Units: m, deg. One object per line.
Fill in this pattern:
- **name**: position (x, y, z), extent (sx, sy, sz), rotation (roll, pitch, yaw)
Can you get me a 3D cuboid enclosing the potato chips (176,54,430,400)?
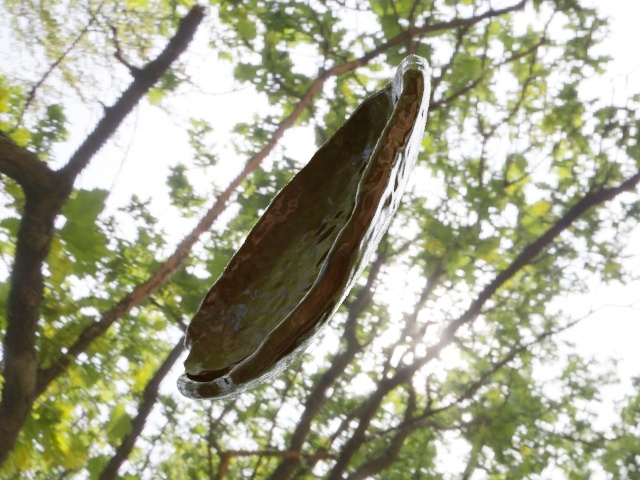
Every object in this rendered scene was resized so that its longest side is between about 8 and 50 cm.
- **potato chips**: position (0.000, 0.000, 0.438), extent (0.049, 0.150, 0.201), rotation (39, -120, -10)
